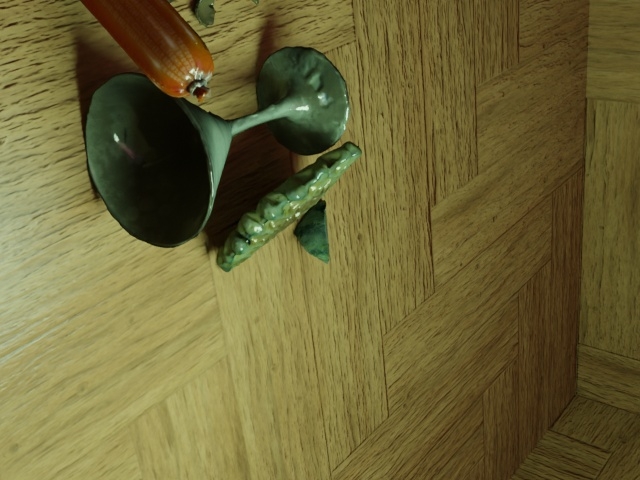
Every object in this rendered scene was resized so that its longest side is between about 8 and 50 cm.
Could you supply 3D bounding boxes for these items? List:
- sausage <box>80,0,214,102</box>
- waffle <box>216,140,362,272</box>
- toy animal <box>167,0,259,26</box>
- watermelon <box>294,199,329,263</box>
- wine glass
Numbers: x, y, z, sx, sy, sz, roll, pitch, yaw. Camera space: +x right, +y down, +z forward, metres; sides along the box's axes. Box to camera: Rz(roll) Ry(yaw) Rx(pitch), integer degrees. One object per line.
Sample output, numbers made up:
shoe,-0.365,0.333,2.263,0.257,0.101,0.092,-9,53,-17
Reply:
sausage,-0.242,-0.296,1.099,0.093,0.312,0.093,-37,162,-15
waffle,-0.060,-0.063,1.471,0.309,0.292,0.056,-38,87,-28
toy animal,-0.206,-0.417,1.294,0.214,0.094,0.186,-38,125,-30
watermelon,-0.005,-0.006,1.682,0.094,0.081,0.180,59,17,-21
wine glass,-0.147,-0.182,1.324,0.406,0.267,0.267,-34,127,-49
